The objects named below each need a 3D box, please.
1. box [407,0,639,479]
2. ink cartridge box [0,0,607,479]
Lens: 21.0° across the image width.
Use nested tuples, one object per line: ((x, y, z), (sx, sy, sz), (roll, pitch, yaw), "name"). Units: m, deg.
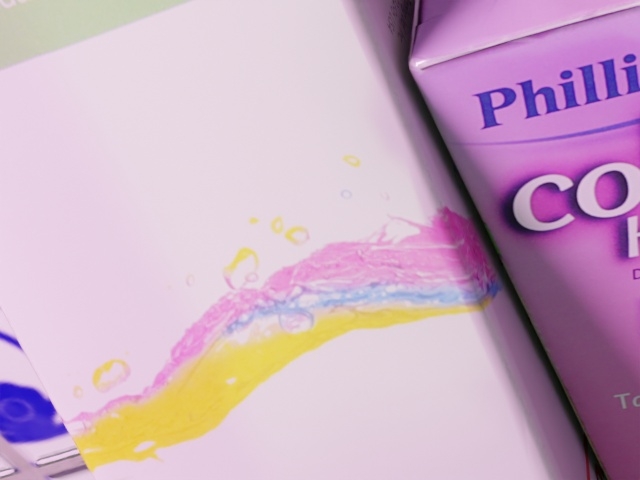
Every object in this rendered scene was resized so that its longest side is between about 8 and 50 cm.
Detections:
((0.127, -0.043, 0.505), (0.117, 0.213, 0.243), (-14, 131, 21), "box")
((0.000, 0.000, 0.506), (0.119, 0.207, 0.353), (-18, 113, 14), "ink cartridge box")
